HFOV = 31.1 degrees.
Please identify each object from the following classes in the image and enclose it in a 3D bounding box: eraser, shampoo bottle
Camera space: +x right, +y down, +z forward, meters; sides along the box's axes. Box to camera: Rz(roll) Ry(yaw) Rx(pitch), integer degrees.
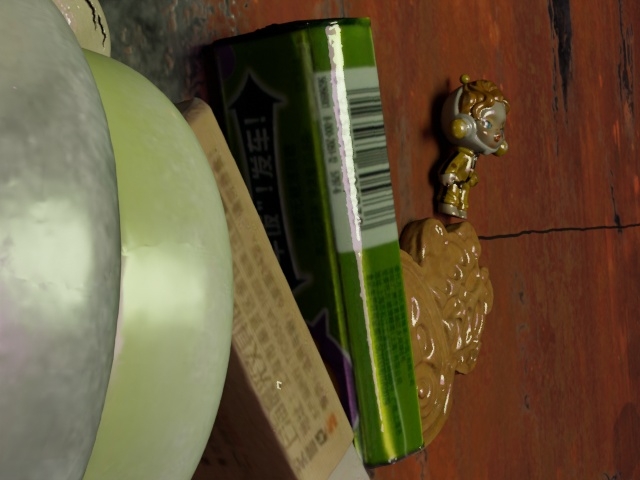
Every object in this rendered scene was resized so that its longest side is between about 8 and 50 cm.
[{"bbox_3d":[-0.081,0.074,0.795,0.078,0.144,0.343,-50,127,-44],"label":"eraser"},{"bbox_3d":[-0.222,0.022,0.464,0.317,0.322,0.322,10,79,-42],"label":"shampoo bottle"}]

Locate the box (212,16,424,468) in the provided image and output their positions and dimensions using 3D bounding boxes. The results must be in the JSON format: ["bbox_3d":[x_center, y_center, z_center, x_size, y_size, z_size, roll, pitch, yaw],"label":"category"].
[{"bbox_3d":[0.000,0.000,0.916,0.097,0.134,0.345,-15,99,-48],"label":"box"}]

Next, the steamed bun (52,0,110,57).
[{"bbox_3d":[-0.186,-0.125,0.710,0.112,0.091,0.130,-48,125,-41],"label":"steamed bun"}]

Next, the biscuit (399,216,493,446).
[{"bbox_3d":[0.097,0.086,1.118,0.288,0.044,0.202,-37,116,-46],"label":"biscuit"}]

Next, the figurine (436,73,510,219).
[{"bbox_3d":[0.155,-0.095,1.191,0.101,0.068,0.143,-23,118,-47],"label":"figurine"}]
